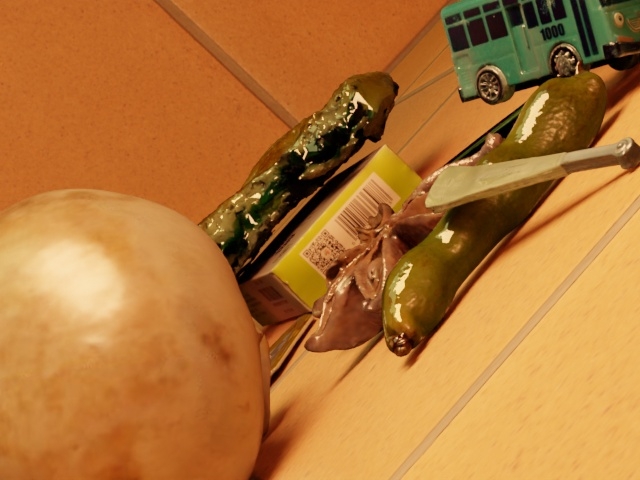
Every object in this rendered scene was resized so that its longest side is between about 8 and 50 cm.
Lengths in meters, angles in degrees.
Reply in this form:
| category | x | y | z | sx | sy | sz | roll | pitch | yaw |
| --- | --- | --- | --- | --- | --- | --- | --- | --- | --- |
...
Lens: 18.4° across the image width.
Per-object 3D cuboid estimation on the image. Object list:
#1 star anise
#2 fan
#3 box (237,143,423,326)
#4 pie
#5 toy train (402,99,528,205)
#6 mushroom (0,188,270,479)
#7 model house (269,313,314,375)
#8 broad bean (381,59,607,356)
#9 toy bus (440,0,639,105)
| category | x | y | z | sx | sy | sz | roll | pitch | yaw |
| --- | --- | --- | --- | --- | --- | --- | --- | --- | --- |
| star anise | 0.056 | 0.020 | 1.462 | 0.208 | 0.063 | 0.172 | -35 | 16 | 51 |
| fan | 0.132 | -0.041 | 1.245 | 0.193 | 0.016 | 0.038 | -10 | 42 | 55 |
| box | 0.001 | 0.000 | 2.033 | 0.175 | 0.062 | 0.260 | -48 | 6 | -12 |
| pie | -0.058 | -0.038 | 2.037 | 0.371 | 0.078 | 0.296 | -45 | 6 | 5 |
| toy train | 0.135 | -0.062 | 1.496 | 0.042 | 0.044 | 0.209 | -48 | 5 | -34 |
| mushroom | -0.158 | 0.120 | 1.458 | 0.297 | 0.297 | 0.290 | -46 | -28 | 12 |
| model house | -0.128 | 0.107 | 1.841 | 0.207 | 0.136 | 0.219 | -45 | 5 | 33 |
| broad bean | 0.113 | -0.022 | 1.330 | 0.256 | 0.052 | 0.053 | -51 | 20 | -20 |
| toy bus | 0.170 | -0.157 | 1.429 | 0.079 | 0.092 | 0.160 | -19 | 5 | -40 |
